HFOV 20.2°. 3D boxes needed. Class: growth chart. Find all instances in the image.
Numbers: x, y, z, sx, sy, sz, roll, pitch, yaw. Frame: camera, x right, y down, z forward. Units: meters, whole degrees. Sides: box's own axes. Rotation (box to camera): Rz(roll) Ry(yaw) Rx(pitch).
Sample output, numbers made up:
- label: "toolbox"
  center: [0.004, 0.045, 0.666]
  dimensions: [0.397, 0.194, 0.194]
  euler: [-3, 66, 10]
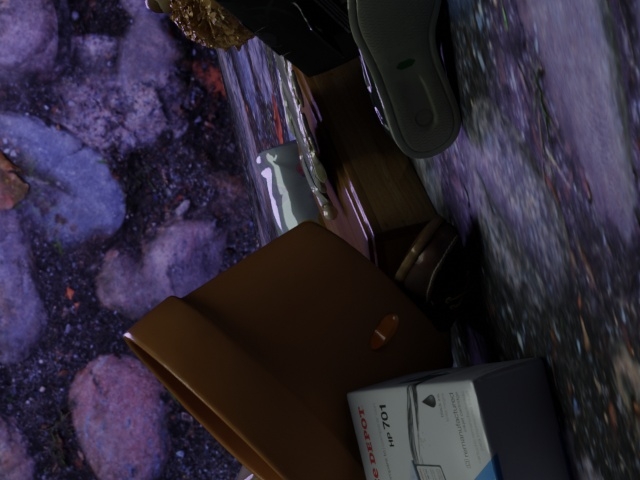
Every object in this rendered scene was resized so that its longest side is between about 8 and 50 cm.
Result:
- label: "growth chart"
  center: [-0.023, -0.135, 1.883]
  dimensions: [0.172, 0.021, 0.237]
  euler: [-112, 6, -53]

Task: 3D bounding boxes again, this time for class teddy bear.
- label: "teddy bear"
  center: [-0.142, -0.368, 1.908]
  dimensions: [0.245, 0.113, 0.338]
  euler: [-157, 64, -69]

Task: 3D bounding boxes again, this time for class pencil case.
- label: "pencil case"
  center: [0.000, 0.000, 2.267]
  dimensions: [0.124, 0.114, 0.273]
  euler: [139, 117, -84]

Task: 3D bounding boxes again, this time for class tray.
- label: "tray"
  center: [0.044, -0.054, 1.973]
  dimensions: [0.411, 0.076, 0.202]
  euler: [-113, 12, -51]

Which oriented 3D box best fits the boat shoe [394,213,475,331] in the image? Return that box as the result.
- label: "boat shoe"
  center: [0.110, 0.035, 1.669]
  dimensions: [0.073, 0.073, 0.207]
  euler: [37, 169, 8]

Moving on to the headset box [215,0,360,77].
- label: "headset box"
  center: [-0.038, -0.304, 1.683]
  dimensions: [0.218, 0.110, 0.293]
  euler: [33, -143, -62]

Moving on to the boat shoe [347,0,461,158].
- label: "boat shoe"
  center: [0.062, -0.184, 1.528]
  dimensions: [0.079, 0.084, 0.233]
  euler: [-115, 11, -58]

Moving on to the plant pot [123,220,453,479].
- label: "plant pot"
  center: [-0.014, 0.119, 1.701]
  dimensions: [0.291, 0.203, 0.291]
  euler: [42, 170, 9]

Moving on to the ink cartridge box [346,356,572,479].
- label: "ink cartridge box"
  center: [0.117, 0.180, 1.517]
  dimensions: [0.191, 0.082, 0.139]
  euler: [-14, 89, 56]

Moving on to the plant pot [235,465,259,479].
- label: "plant pot"
  center: [0.003, 0.319, 2.484]
  dimensions: [0.274, 0.257, 0.256]
  euler: [-84, -13, -57]
